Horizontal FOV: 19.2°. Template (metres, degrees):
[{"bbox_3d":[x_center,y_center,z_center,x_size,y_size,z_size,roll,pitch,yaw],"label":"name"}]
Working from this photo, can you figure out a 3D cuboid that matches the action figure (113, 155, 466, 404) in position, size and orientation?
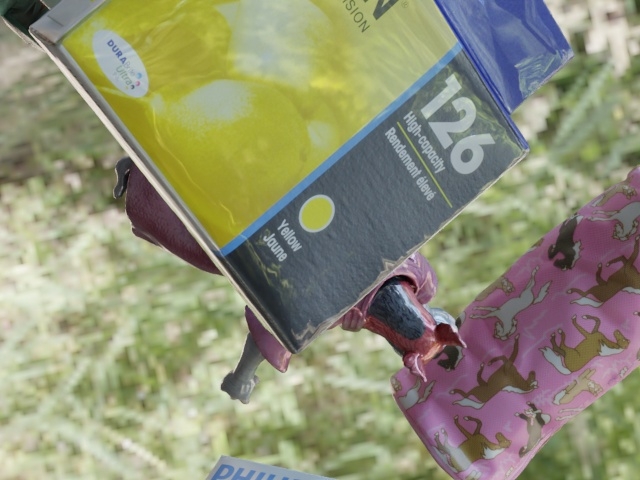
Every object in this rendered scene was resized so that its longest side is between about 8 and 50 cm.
[{"bbox_3d":[0.000,0.000,1.772,0.248,0.370,0.276,-28,135,-38],"label":"action figure"}]

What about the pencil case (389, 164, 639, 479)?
[{"bbox_3d":[0.254,0.098,1.980,0.160,0.386,0.167,42,11,-41],"label":"pencil case"}]

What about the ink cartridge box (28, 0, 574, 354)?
[{"bbox_3d":[0.013,-0.125,1.262,0.303,0.307,0.072,53,-7,-33],"label":"ink cartridge box"}]

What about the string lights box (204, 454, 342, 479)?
[{"bbox_3d":[-0.062,0.253,1.084,0.260,0.133,0.077,-55,132,-31],"label":"string lights box"}]

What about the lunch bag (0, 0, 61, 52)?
[{"bbox_3d":[-0.136,-0.250,1.428,0.160,0.223,0.262,49,-19,-10],"label":"lunch bag"}]
